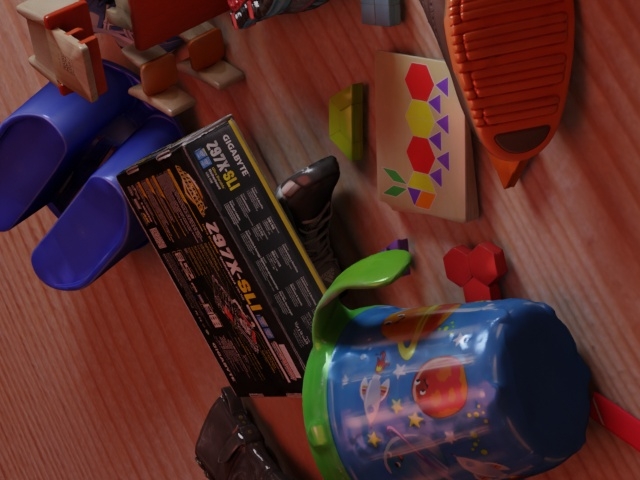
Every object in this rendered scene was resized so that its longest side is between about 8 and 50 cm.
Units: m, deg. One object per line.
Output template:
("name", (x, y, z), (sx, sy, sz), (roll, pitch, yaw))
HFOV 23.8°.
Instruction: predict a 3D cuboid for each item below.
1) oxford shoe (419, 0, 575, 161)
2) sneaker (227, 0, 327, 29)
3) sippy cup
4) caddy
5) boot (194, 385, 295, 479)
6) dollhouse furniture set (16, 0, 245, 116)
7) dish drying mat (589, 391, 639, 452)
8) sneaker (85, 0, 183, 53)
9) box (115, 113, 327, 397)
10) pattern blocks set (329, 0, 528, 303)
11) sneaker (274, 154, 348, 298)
("oxford shoe", (0.148, -0.252, 1.453), (0.133, 0.130, 0.364), (168, 93, -69))
("sneaker", (-0.032, -0.282, 1.657), (0.262, 0.125, 0.104), (-141, 47, -71))
("sippy cup", (0.140, 0.160, 1.526), (0.224, 0.305, 0.240), (-18, 59, 41))
("caddy", (-0.306, -0.091, 2.009), (0.241, 0.179, 0.341), (45, 139, -3))
("boot", (-0.094, 0.348, 1.992), (0.229, 0.091, 0.263), (45, 130, 39))
("dollhouse furniture set", (-0.197, -0.257, 1.725), (0.135, 0.259, 0.262), (32, 141, 39))
("dish drying mat", (0.298, 0.182, 1.495), (0.083, 0.008, 0.032), (36, 128, 38))
("sneaker", (-0.249, -0.290, 1.859), (0.081, 0.211, 0.080), (-21, 60, 41))
("box", (-0.099, 0.030, 1.769), (0.322, 0.079, 0.257), (61, 154, -6))
("pattern blocks set", (0.111, -0.107, 1.604), (0.285, 0.026, 0.325), (27, 124, 42))
("sneaker", (0.000, 0.000, 1.738), (0.132, 0.086, 0.229), (57, 155, 10))
